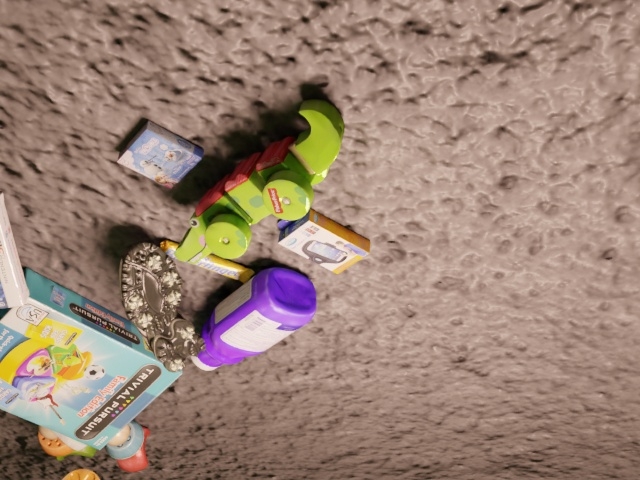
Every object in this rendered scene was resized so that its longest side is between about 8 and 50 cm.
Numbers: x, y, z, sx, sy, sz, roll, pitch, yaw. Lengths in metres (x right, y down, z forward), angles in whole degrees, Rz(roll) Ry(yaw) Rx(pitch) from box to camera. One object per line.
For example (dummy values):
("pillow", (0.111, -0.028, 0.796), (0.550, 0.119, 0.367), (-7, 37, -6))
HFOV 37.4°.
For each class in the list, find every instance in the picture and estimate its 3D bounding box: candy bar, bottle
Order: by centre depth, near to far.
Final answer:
("candy bar", (-0.188, 0.034, 1.537), (0.161, 0.018, 0.040), (20, 141, -20))
("bottle", (-0.126, 0.143, 1.610), (0.118, 0.092, 0.283), (18, 143, -31))

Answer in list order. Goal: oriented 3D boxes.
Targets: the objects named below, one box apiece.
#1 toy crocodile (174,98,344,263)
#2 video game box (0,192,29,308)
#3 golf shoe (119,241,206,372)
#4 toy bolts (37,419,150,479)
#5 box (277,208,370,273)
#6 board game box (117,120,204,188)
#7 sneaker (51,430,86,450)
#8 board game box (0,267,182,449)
("toy crocodile", (-0.090, -0.069, 1.307), (0.340, 0.115, 0.105), (-32, 111, 37))
("video game box", (-0.577, 0.025, 1.470), (0.205, 0.048, 0.187), (-6, 116, 1))
("golf shoe", (-0.285, 0.102, 1.557), (0.120, 0.105, 0.273), (34, 148, 40))
("toy bolts", (-0.483, 0.450, 1.991), (0.228, 0.218, 0.158), (-11, 149, 4))
("box", (0.000, 0.000, 1.458), (0.136, 0.028, 0.081), (26, 139, -28))
("board game box", (-0.226, -0.119, 1.332), (0.090, 0.020, 0.090), (27, 138, -25))
("sneaker", (-0.523, 0.285, 1.886), (0.256, 0.094, 0.151), (42, 94, -13))
("board game box", (-0.461, 0.225, 1.710), (0.336, 0.079, 0.254), (33, 115, -32))
